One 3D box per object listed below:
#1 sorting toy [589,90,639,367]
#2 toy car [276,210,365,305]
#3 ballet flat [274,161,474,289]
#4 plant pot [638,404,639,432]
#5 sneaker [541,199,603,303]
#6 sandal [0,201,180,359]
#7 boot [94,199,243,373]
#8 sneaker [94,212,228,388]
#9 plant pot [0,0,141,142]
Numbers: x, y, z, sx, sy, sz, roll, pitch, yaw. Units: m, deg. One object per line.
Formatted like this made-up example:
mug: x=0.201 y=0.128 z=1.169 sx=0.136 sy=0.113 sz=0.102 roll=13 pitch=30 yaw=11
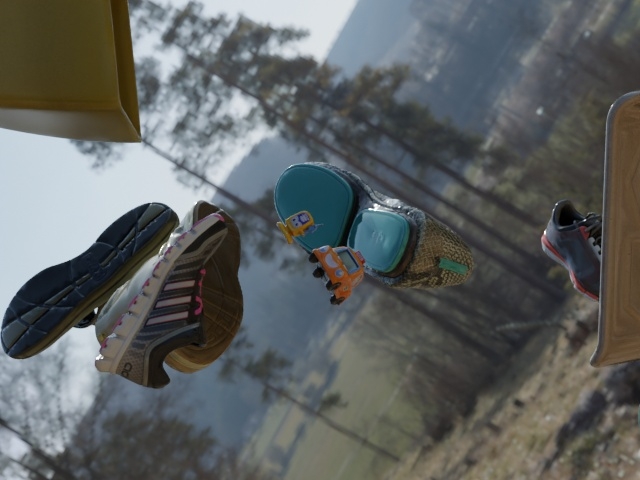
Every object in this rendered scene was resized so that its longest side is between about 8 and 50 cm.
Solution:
sorting toy: x=0.277 y=-0.011 z=0.854 sx=0.038 sy=0.193 sz=0.208 roll=14 pitch=104 yaw=50
toy car: x=0.000 y=0.000 z=0.887 sx=0.040 sy=0.122 sz=0.060 roll=-29 pitch=-42 yaw=-7
ballet flat: x=0.090 y=-0.011 z=1.811 sx=0.483 sy=0.182 sz=0.164 roll=28 pitch=98 yaw=59
plant pot: x=0.556 y=0.263 z=1.401 sx=0.235 sy=0.293 sz=0.293 roll=-18 pitch=2 yaw=0
sneaker: x=0.275 y=0.010 z=1.084 sx=0.158 sy=0.061 sz=0.065 roll=45 pitch=143 yaw=48
sandal: x=-0.307 y=0.069 z=1.483 sx=0.303 sy=0.086 sz=0.120 roll=-35 pitch=45 yaw=0
boot: x=-0.188 y=0.094 z=1.278 sx=0.203 sy=0.095 sz=0.262 roll=-42 pitch=30 yaw=28
sneaker: x=-0.122 y=0.057 z=0.948 sx=0.170 sy=0.075 sz=0.063 roll=-57 pitch=4 yaw=-12
plant pot: x=-0.325 y=-0.228 z=1.281 sx=0.212 sy=0.187 sz=0.212 roll=119 pitch=144 yaw=-83
